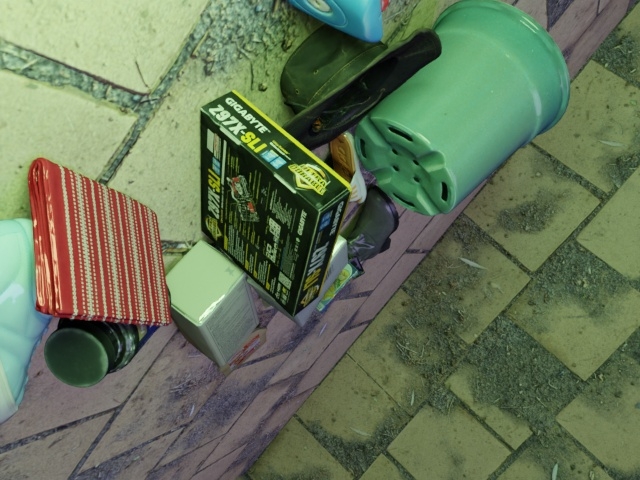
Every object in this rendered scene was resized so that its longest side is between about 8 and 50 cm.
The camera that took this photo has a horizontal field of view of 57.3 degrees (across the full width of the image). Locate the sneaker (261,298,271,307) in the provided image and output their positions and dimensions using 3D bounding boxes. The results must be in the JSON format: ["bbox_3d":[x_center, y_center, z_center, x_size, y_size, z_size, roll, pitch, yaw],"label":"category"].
[{"bbox_3d":[-0.099,0.124,1.628,0.084,0.058,0.152,4,119,-57],"label":"sneaker"}]

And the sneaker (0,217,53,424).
[{"bbox_3d":[-0.409,0.117,0.783,0.150,0.135,0.366,-29,155,-38],"label":"sneaker"}]

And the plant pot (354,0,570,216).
[{"bbox_3d":[0.267,-0.249,1.198,0.334,0.341,0.341,-46,163,-20],"label":"plant pot"}]

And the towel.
[{"bbox_3d":[-0.291,0.017,0.801,0.031,0.199,0.275,-14,166,11],"label":"towel"}]

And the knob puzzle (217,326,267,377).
[{"bbox_3d":[-0.238,0.320,1.759,0.213,0.030,0.213,-41,161,-17],"label":"knob puzzle"}]

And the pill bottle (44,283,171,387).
[{"bbox_3d":[-0.323,0.128,0.903,0.123,0.122,0.219,-54,-174,18],"label":"pill bottle"}]

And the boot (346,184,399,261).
[{"bbox_3d":[0.115,-0.005,1.784,0.222,0.118,0.338,-31,150,-17],"label":"boot"}]

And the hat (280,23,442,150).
[{"bbox_3d":[0.030,-0.275,0.966,0.331,0.134,0.331,-31,176,-2],"label":"hat"}]

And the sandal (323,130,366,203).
[{"bbox_3d":[0.038,-0.158,1.316,0.076,0.102,0.265,-42,153,-13],"label":"sandal"}]

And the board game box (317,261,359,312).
[{"bbox_3d":[-0.022,0.060,1.441,0.136,0.201,0.035,-47,162,-4],"label":"board game box"}]

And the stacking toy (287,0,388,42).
[{"bbox_3d":[0.070,-0.434,0.757,0.302,0.165,0.175,-60,171,0],"label":"stacking toy"}]

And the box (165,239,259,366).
[{"bbox_3d":[-0.229,0.144,1.245,0.148,0.121,0.311,-50,164,-23],"label":"box"}]

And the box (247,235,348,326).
[{"bbox_3d":[-0.041,0.063,1.217,0.181,0.119,0.182,-53,167,-12],"label":"box"}]

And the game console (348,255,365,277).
[{"bbox_3d":[0.068,0.099,1.813,0.122,0.071,0.107,-29,-173,-1],"label":"game console"}]

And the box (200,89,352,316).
[{"bbox_3d":[-0.091,-0.046,0.977,0.079,0.257,0.322,-36,158,-30],"label":"box"}]
